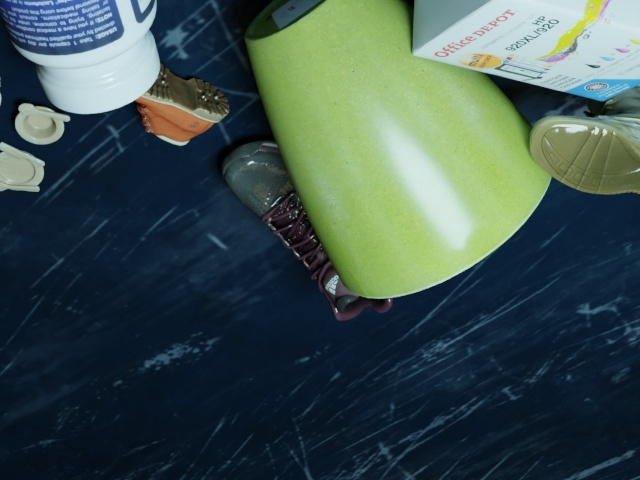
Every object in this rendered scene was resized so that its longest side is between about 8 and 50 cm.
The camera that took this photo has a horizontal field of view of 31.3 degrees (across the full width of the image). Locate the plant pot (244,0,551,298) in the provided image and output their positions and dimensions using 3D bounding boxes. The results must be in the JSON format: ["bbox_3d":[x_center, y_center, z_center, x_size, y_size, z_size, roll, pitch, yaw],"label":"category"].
[{"bbox_3d":[0.057,-0.138,1.216,0.275,0.274,0.293,-27,115,19],"label":"plant pot"}]

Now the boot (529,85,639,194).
[{"bbox_3d":[0.307,-0.123,1.236,0.213,0.165,0.077,9,126,-16],"label":"boot"}]

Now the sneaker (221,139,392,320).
[{"bbox_3d":[0.000,0.000,1.380,0.281,0.162,0.106,31,127,-32],"label":"sneaker"}]

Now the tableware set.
[{"bbox_3d":[-0.377,-0.120,1.322,0.141,0.020,0.168,15,130,-21],"label":"tableware set"}]

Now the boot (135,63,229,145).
[{"bbox_3d":[-0.188,-0.153,1.278,0.158,0.059,0.085,23,136,-38],"label":"boot"}]

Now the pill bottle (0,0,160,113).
[{"bbox_3d":[-0.245,-0.262,1.103,0.153,0.153,0.264,-9,134,2],"label":"pill bottle"}]

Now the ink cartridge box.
[{"bbox_3d":[0.228,-0.255,1.099,0.233,0.168,0.171,10,166,-22],"label":"ink cartridge box"}]
